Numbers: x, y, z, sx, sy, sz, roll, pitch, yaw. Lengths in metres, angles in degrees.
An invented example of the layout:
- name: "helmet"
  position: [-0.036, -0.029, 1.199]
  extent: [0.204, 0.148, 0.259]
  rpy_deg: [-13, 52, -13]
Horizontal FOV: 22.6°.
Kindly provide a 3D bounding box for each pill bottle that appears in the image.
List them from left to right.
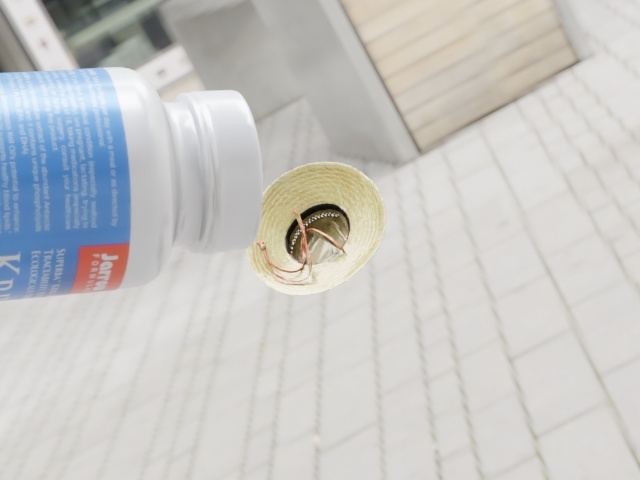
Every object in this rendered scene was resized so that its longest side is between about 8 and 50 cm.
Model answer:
- name: "pill bottle"
  position: [-0.149, -0.031, 0.868]
  extent: [0.221, 0.124, 0.124]
  rpy_deg: [-5, 5, -18]

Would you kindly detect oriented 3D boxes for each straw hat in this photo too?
- name: "straw hat"
  position: [0.000, 0.000, 1.556]
  extent: [0.144, 0.144, 0.061]
  rpy_deg: [-29, -30, 0]
